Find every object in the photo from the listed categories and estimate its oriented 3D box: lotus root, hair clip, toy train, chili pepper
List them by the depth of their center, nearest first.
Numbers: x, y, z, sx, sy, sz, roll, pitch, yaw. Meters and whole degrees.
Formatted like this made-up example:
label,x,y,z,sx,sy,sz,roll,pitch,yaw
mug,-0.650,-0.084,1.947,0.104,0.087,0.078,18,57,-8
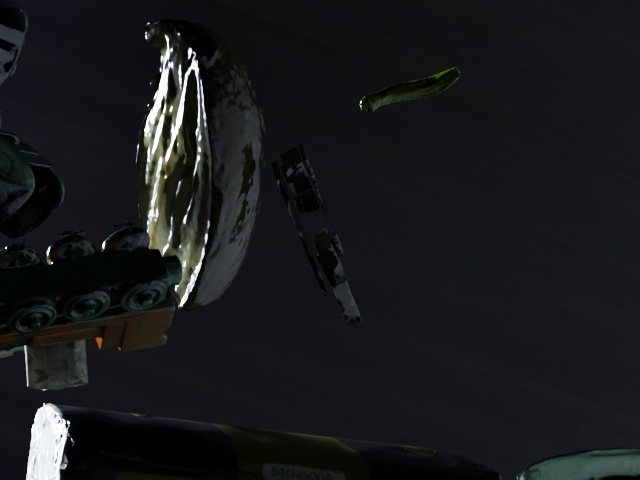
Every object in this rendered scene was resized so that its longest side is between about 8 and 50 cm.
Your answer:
label,x,y,z,sx,sy,sz,roll,pitch,yaw
toy train,-0.119,0.029,0.708,0.064,0.103,0.044,114,141,-51
chili pepper,0.068,-0.114,1.132,0.030,0.083,0.017,-166,58,-75
lotus root,-0.117,-0.090,1.670,0.210,0.142,0.314,45,135,44
hair clip,-0.439,-0.147,1.782,0.194,0.206,0.310,16,-120,-74

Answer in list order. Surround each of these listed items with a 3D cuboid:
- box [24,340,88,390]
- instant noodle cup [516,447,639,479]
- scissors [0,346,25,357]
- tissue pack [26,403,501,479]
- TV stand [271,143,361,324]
label,x,y,z,sx,sy,sz,roll,pitch,yaw
box,-0.284,0.110,1.578,0.045,0.062,0.098,42,-141,-77
instant noodle cup,0.301,0.381,1.474,0.284,0.284,0.312,-139,43,-80
scissors,-0.372,0.129,1.777,0.110,0.212,0.021,-8,97,66
tissue pack,-0.063,0.306,1.354,0.253,0.417,0.264,176,102,-72
TV stand,0.000,0.000,1.671,0.036,0.042,0.249,-110,-1,-50
